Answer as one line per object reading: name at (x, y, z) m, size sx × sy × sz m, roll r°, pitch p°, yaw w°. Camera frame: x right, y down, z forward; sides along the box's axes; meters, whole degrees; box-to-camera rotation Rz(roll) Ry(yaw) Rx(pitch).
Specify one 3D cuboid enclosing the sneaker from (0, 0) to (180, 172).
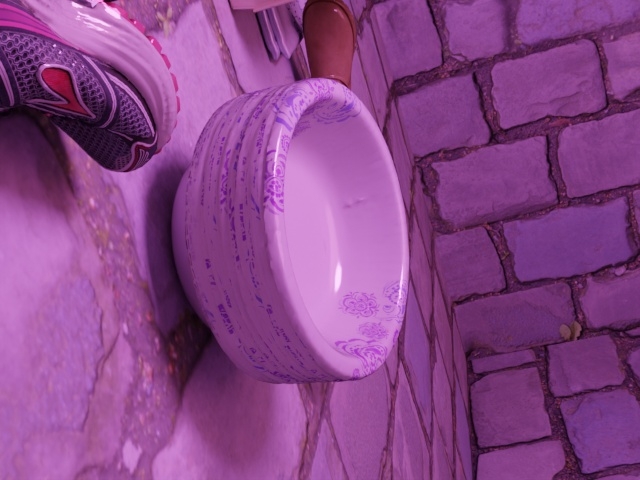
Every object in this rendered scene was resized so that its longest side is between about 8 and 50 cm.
sneaker at (-0.183, -0.106, 0.510) m, size 0.112 × 0.121 × 0.299 m, roll -69°, pitch 159°, yaw -12°

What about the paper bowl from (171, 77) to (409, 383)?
paper bowl at (-0.032, -0.004, 0.851) m, size 0.284 × 0.148 × 0.284 m, roll 27°, pitch 59°, yaw -57°

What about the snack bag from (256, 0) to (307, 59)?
snack bag at (-0.087, -0.485, 1.431) m, size 0.323 × 0.037 × 0.342 m, roll -71°, pitch 146°, yaw -66°

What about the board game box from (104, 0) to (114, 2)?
board game box at (-0.229, -0.386, 0.695) m, size 0.208 × 0.056 × 0.346 m, roll -85°, pitch 158°, yaw -44°

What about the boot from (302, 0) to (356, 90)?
boot at (0.013, -0.228, 1.419) m, size 0.236 × 0.089 × 0.269 m, roll 77°, pitch 14°, yaw -46°

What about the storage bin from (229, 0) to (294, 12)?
storage bin at (0.022, -0.422, 1.223) m, size 0.262 × 0.260 × 0.123 m, roll -51°, pitch 128°, yaw -58°
